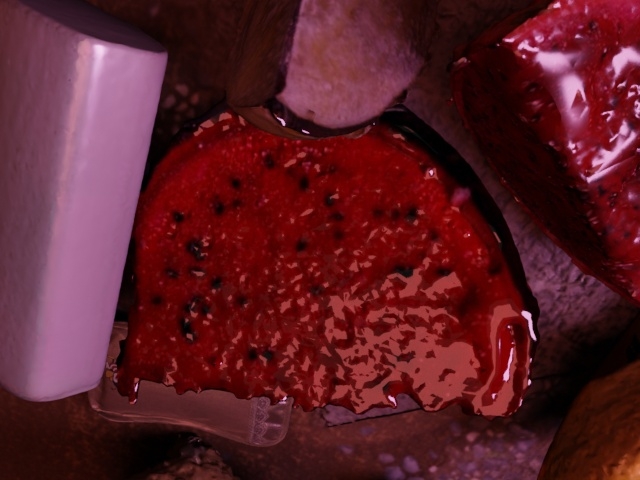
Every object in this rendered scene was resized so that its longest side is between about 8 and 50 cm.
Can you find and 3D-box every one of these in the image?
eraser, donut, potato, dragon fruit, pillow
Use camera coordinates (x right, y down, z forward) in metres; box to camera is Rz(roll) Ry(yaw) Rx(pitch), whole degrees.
[{"bbox_3d":[-0.221,-0.038,0.459,0.189,0.104,0.290,38,118,39],"label":"eraser"},{"bbox_3d":[0.315,0.170,0.465,0.259,0.101,0.152,0,105,10],"label":"donut"},{"bbox_3d":[0.010,-0.163,0.415,0.120,0.261,0.100,28,158,-34],"label":"potato"},{"bbox_3d":[0.000,0.000,0.479,0.344,0.100,0.282,3,94,13],"label":"dragon fruit"},{"bbox_3d":[0.224,-0.103,0.423,0.211,0.134,0.262,-35,120,5],"label":"dragon fruit"},{"bbox_3d":[-0.134,0.146,0.591,0.218,0.033,0.130,12,113,0],"label":"pillow"}]

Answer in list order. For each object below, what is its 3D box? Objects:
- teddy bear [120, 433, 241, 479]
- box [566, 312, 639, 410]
[{"bbox_3d":[-0.153,0.341,0.605,0.267,0.156,0.256,11,113,-13],"label":"teddy bear"},{"bbox_3d":[0.382,0.167,0.536,0.237,0.070,0.152,23,111,-5],"label":"box"}]
